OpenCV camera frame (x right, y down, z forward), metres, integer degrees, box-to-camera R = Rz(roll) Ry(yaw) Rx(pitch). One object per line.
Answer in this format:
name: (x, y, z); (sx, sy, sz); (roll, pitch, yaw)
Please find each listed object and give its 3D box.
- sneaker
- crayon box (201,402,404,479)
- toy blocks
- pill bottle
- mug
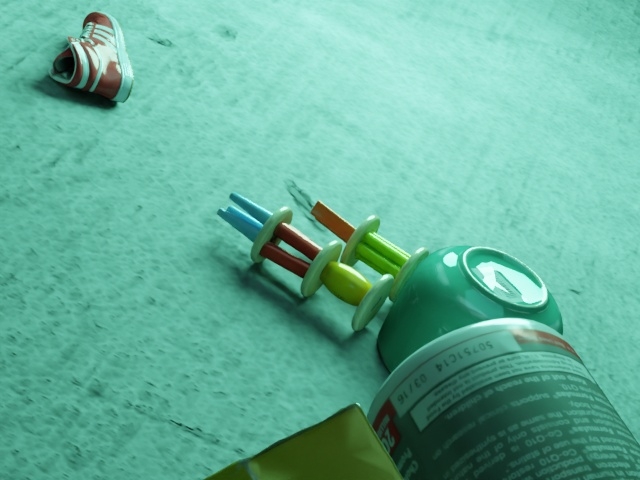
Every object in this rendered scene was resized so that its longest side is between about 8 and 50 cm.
sneaker: (-0.208, -0.169, 1.462); (0.067, 0.042, 0.118); (12, 34, -32)
crayon box: (-0.072, 0.230, 0.655); (0.318, 0.081, 0.202); (-28, 64, -5)
toy blocks: (0.000, 0.000, 1.347); (0.148, 0.054, 0.123); (34, 30, 14)
pill bottle: (0.149, 0.196, 1.040); (0.161, 0.161, 0.283); (8, 34, -31)
mug: (0.135, 0.070, 1.298); (0.158, 0.097, 0.129); (21, 29, -10)
